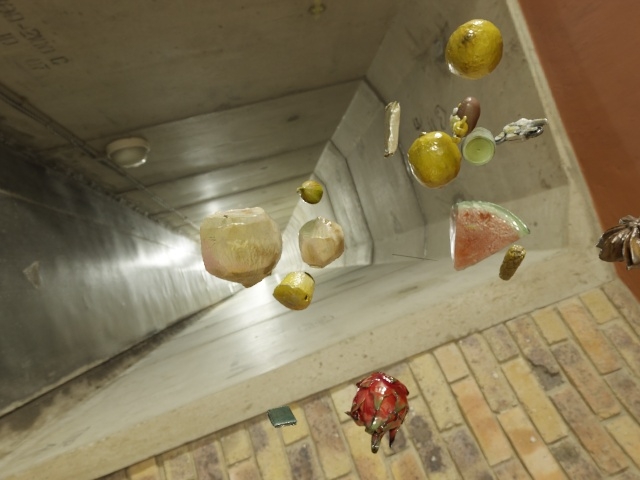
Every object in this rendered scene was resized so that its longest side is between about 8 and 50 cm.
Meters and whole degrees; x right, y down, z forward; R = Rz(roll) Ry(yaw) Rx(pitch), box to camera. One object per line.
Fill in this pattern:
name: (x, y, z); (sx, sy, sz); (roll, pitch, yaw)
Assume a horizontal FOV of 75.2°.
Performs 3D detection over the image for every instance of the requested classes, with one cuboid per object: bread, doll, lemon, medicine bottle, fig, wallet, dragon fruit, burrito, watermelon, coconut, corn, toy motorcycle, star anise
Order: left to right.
coconut: (-0.360, 0.039, 1.942); (0.404, 0.404, 0.405); (162, -90, -83)
wallet: (-0.140, 0.637, 1.493); (0.129, 0.088, 0.026); (-171, -102, -72)
bread: (-0.126, 0.245, 2.026); (0.171, 0.196, 0.197); (-65, 150, -47)
fig: (-0.036, -0.183, 1.501); (0.166, 0.093, 0.094); (60, 10, -79)
coconut: (0.002, -0.001, 1.581); (0.194, 0.194, 0.195); (162, -90, -83)
dragon fruit: (0.200, 0.567, 1.410); (0.193, 0.192, 0.274); (-63, 177, 34)
burrito: (0.334, -0.517, 1.958); (0.082, 0.059, 0.276); (-13, -111, 54)
lemon: (0.575, -0.401, 2.090); (0.260, 0.260, 0.284); (-145, -128, -78)
doll: (0.487, -0.415, 1.418); (0.188, 0.096, 0.146); (-41, 146, -57)
lemon: (0.697, -0.863, 1.889); (0.310, 0.253, 0.254); (-11, 82, -63)
medicine bottle: (0.711, -0.425, 1.875); (0.143, 0.147, 0.148); (-63, 142, -57)
watermelon: (0.637, -0.036, 1.624); (0.293, 0.282, 0.250); (-61, 176, -35)
corn: (1.043, 0.126, 2.273); (0.320, 0.096, 0.097); (76, -7, -57)
toy motorcycle: (0.875, -0.481, 1.820); (0.074, 0.151, 0.228); (50, -27, -22)
star anise: (1.029, -0.021, 1.314); (0.108, 0.315, 0.315); (53, -7, -2)

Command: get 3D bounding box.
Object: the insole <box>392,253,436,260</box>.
insole: (0.607, 0.110, 2.673); (0.321, 0.109, 0.007); (7, -89, 39)
